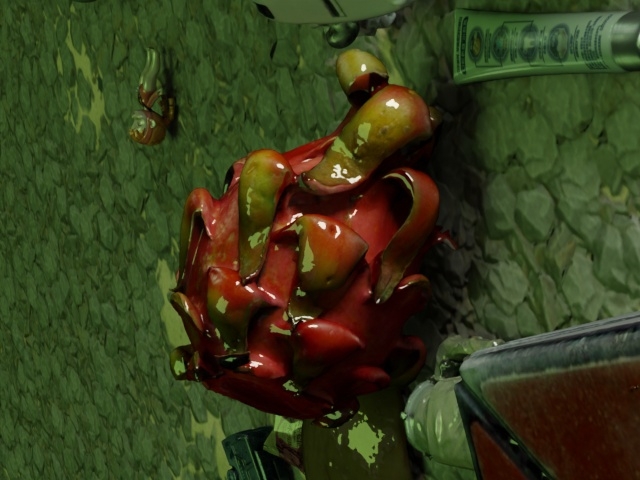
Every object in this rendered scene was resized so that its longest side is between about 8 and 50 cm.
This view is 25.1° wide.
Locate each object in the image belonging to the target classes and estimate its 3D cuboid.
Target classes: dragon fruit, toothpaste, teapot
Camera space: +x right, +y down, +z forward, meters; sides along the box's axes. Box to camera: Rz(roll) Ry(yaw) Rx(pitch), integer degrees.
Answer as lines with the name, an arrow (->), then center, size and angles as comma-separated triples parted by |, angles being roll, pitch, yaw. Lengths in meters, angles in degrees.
dragon fruit -> 0.002, 0.017, 1.176 | 0.307, 0.227, 0.243 | -35, 56, 46
toothpaste -> 0.159, -0.139, 1.018 | 0.239, 0.039, 0.062 | 11, 105, 61
teapot -> 0.142, 0.128, 1.106 | 0.200, 0.077, 0.107 | -4, 86, 61

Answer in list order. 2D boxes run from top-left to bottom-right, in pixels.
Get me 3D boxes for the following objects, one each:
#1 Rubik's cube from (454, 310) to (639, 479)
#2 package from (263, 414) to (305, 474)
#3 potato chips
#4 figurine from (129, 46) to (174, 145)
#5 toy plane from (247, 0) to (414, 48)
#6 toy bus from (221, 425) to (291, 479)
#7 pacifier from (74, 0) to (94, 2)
Rubik's cube -> 0.256, 0.147, 0.734 | 0.255, 0.260, 0.259 | -18, 82, 62
package -> -0.032, 0.199, 1.476 | 0.059, 0.029, 0.083 | 27, 126, 25
potato chips -> 0.025, 0.201, 1.352 | 0.195, 0.061, 0.208 | 63, 149, 29
figurine -> -0.188, -0.161, 1.610 | 0.064, 0.047, 0.109 | -152, 65, -63
toy plane -> 0.019, -0.214, 1.135 | 0.174, 0.174, 0.080 | 143, 138, -58
toy bus -> -0.053, 0.279, 1.529 | 0.065, 0.047, 0.166 | -38, 69, 53
pacifier -> -0.349, -0.396, 1.633 | 0.332, 0.220, 0.273 | -155, 54, -82
